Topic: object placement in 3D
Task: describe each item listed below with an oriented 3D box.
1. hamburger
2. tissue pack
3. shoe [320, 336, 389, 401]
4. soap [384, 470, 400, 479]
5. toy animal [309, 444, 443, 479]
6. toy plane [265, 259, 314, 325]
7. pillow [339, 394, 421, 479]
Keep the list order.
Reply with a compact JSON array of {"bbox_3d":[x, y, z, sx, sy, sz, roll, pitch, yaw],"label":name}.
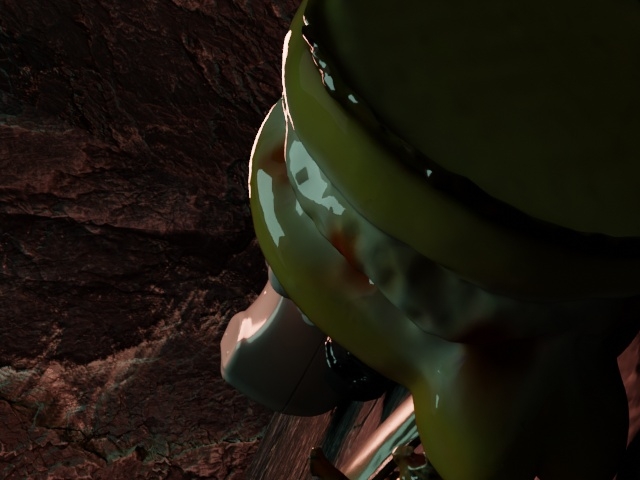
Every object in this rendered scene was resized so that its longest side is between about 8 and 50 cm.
[{"bbox_3d":[0.097,-0.020,0.569,0.302,0.261,0.186,60,144,37],"label":"hamburger"},{"bbox_3d":[-0.006,0.124,1.712,0.333,0.236,0.229,-64,10,8],"label":"tissue pack"},{"bbox_3d":[0.054,0.138,1.321,0.137,0.114,0.291,-58,-1,1],"label":"shoe"},{"bbox_3d":[0.038,0.279,0.977,0.092,0.037,0.252,-63,1,-21],"label":"soap"},{"bbox_3d":[0.030,0.267,0.742,0.255,0.116,0.114,-73,-16,-47],"label":"toy animal"},{"bbox_3d":[0.004,0.001,1.491,0.252,0.118,0.252,-43,-40,-50],"label":"toy plane"},{"bbox_3d":[0.074,0.162,0.884,0.217,0.033,0.130,-46,-3,4],"label":"pillow"}]
